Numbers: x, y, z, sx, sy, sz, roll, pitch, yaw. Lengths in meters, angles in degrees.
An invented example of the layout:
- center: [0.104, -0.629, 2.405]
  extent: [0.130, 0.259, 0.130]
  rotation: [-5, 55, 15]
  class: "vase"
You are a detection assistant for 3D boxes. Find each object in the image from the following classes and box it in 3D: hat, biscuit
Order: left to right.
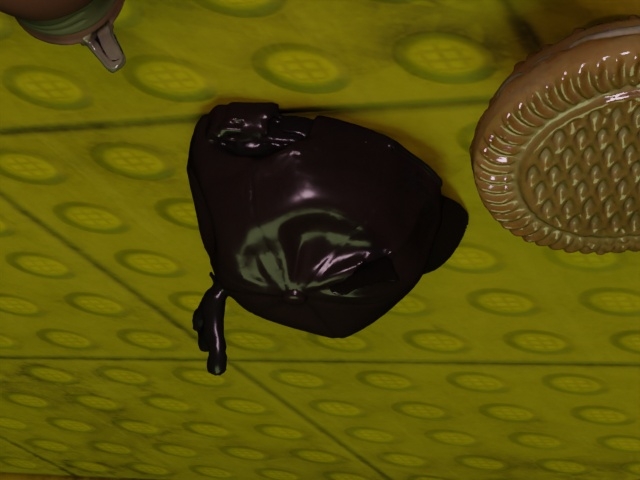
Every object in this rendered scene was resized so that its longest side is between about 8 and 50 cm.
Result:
- center: [0.008, 0.030, 1.501]
  extent: [0.238, 0.209, 0.336]
  rotation: [-6, 155, 29]
  class: "hat"
- center: [0.237, -0.077, 1.234]
  extent: [0.259, 0.079, 0.259]
  rotation: [-3, 143, -3]
  class: "biscuit"

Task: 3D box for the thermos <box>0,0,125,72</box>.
- center: [-0.182, -0.212, 1.069]
  extent: [0.176, 0.146, 0.265]
  rotation: [8, 167, 8]
  class: "thermos"
